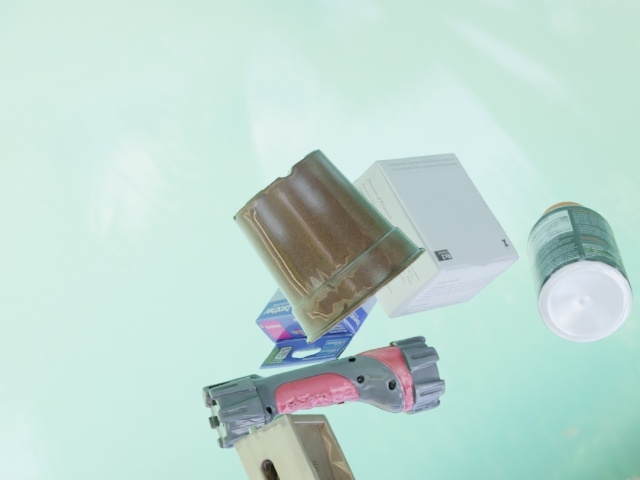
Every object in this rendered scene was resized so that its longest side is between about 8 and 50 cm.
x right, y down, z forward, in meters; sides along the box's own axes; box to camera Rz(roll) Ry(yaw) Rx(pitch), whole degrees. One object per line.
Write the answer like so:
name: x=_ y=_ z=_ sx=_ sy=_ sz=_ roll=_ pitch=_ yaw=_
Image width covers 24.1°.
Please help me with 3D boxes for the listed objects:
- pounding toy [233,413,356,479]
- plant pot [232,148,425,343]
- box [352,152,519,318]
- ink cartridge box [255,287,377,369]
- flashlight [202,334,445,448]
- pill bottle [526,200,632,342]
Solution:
pounding toy: x=-0.036 y=0.247 z=1.640 sx=0.100 sy=0.141 sz=0.130 roll=-31 pitch=163 yaw=17
plant pot: x=0.000 y=0.000 z=1.654 sx=0.167 sy=0.165 sz=0.167 roll=-39 pitch=180 yaw=0
box: x=0.138 y=-0.009 z=2.010 sx=0.181 sy=0.182 sz=0.119 roll=-8 pitch=152 yaw=-49
ink cartridge box: x=0.025 y=0.056 z=2.236 sx=0.186 sy=0.065 sz=0.311 roll=-10 pitch=-141 yaw=48
flashlight: x=0.008 y=0.206 z=1.963 sx=0.304 sy=0.103 sz=0.103 roll=-13 pitch=-178 yaw=-18
pill bottle: x=0.363 y=0.032 z=2.134 sx=0.130 sy=0.130 sz=0.246 roll=-44 pitch=-163 yaw=21
